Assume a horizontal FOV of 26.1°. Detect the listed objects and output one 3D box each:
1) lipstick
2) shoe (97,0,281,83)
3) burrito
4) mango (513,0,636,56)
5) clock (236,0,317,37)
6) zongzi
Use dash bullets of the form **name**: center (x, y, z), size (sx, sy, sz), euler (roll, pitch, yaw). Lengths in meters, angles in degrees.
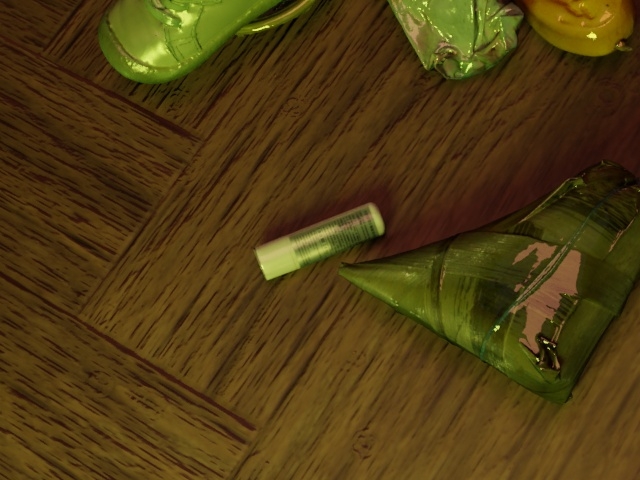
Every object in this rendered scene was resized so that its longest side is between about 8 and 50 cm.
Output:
- **lipstick**: center (0.000, 0.000, 1.484), size (0.141, 0.040, 0.040), euler (-21, 64, -1)
- **shoe**: center (-0.142, -0.295, 1.557), size (0.262, 0.128, 0.140), euler (-29, 51, 0)
- **burrito**: center (0.136, -0.293, 1.553), size (0.144, 0.089, 0.229), euler (-31, 82, 29)
- **mango**: center (0.279, -0.266, 1.549), size (0.187, 0.066, 0.101), euler (38, 84, 28)
- **clock**: center (-0.077, -0.336, 1.644), size (0.237, 0.057, 0.237), euler (-5, 66, 13)
- **zongzi**: center (0.189, -0.001, 1.410), size (0.274, 0.125, 0.251), euler (28, 74, 26)
